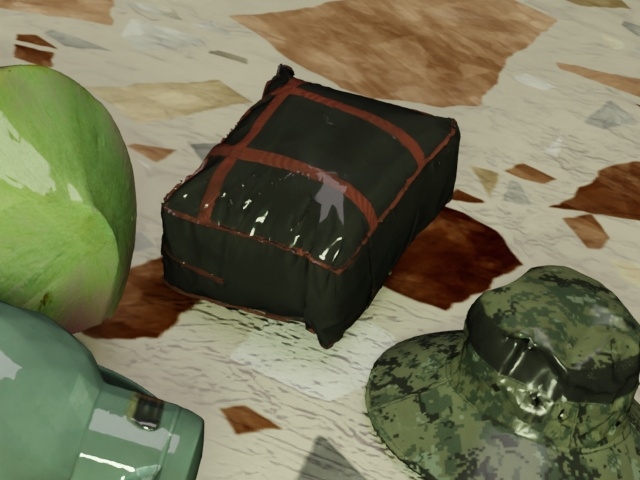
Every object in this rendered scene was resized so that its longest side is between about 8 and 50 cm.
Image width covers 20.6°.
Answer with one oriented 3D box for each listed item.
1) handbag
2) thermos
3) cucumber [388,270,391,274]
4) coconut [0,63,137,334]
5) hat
[{"bbox_3d":[-0.011,-0.031,1.366,0.169,0.155,0.215,24,48,17],"label":"handbag"},{"bbox_3d":[-0.210,0.097,1.031,0.286,0.145,0.182,17,14,-3],"label":"thermos"},{"bbox_3d":[0.000,0.000,1.462,0.133,0.032,0.032,21,26,14],"label":"cucumber"},{"bbox_3d":[-0.224,-0.015,1.176,0.236,0.236,0.204,20,67,8],"label":"coconut"},{"bbox_3d":[0.161,0.093,1.263,0.265,0.128,0.265,11,29,-6],"label":"hat"}]
